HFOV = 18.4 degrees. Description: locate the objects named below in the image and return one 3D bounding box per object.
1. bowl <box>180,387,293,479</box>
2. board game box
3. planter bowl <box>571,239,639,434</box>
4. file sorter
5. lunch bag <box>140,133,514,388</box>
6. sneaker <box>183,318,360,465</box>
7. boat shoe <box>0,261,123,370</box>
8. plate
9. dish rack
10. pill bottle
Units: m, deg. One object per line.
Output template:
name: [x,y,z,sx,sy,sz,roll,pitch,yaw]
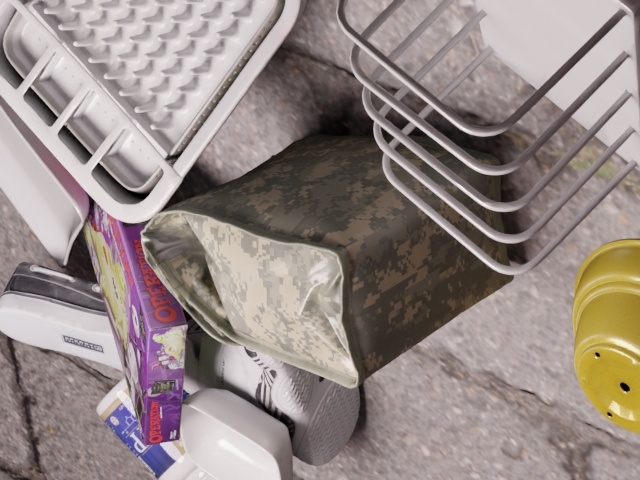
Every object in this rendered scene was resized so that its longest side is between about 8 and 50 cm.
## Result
bowl: [-0.087,0.225,2.189,0.142,0.053,0.142,28,148,20]
board game box: [-0.212,0.030,2.193,0.208,0.056,0.347,103,154,-46]
planter bowl: [0.301,0.113,1.819,0.217,0.090,0.217,29,140,27]
file sorter: [0.142,-0.125,1.594,0.193,0.173,0.278,41,169,24]
lunch bag: [0.000,0.000,1.913,0.287,0.235,0.169,17,127,41]
sneaker: [-0.089,0.084,2.185,0.210,0.137,0.366,18,138,34]
boat shoe: [-0.242,0.097,2.402,0.301,0.102,0.108,14,148,10]
plate: [-0.357,-0.114,2.322,0.278,0.045,0.277,54,162,3]
dish rack: [-0.168,-0.216,1.923,0.285,0.072,0.333,47,120,16]
pill bottle: [-0.180,0.242,2.465,0.187,0.112,0.112,46,146,4]
